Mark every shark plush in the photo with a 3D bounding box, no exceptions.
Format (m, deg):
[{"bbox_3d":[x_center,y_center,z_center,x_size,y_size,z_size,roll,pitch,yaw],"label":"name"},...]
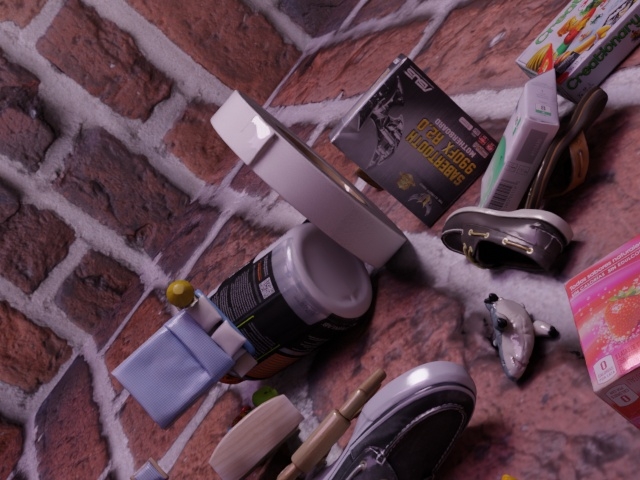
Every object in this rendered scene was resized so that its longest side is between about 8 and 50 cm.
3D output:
[{"bbox_3d":[0.222,0.108,0.970,0.161,0.073,0.067,-126,45,-63],"label":"shark plush"}]

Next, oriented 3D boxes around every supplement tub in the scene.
[{"bbox_3d":[-0.079,0.122,1.360,0.316,0.193,0.194,-36,26,34],"label":"supplement tub"}]

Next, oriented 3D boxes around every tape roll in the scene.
[{"bbox_3d":[-0.018,-0.104,1.326,0.072,0.392,0.392,-49,21,8],"label":"tape roll"}]

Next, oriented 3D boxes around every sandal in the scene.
[{"bbox_3d":[0.342,-0.111,1.059,0.219,0.060,0.090,-53,-19,-15],"label":"sandal"}]

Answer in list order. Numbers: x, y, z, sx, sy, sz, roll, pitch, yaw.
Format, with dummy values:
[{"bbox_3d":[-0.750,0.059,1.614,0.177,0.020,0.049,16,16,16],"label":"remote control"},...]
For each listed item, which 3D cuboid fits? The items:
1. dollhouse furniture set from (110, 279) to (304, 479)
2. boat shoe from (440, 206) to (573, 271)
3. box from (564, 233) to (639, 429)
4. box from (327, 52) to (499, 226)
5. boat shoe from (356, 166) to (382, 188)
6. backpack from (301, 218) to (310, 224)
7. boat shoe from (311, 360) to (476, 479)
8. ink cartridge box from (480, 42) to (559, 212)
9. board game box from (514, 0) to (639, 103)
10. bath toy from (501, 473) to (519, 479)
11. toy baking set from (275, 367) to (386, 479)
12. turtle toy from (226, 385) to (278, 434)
[{"bbox_3d":[-0.213,0.237,1.154,0.286,0.303,0.198,-41,-12,-15],"label":"dollhouse furniture set"},{"bbox_3d":[0.236,0.002,1.064,0.069,0.081,0.227,-55,24,-18],"label":"boat shoe"},{"bbox_3d":[0.375,0.040,0.631,0.300,0.154,0.142,-41,23,29],"label":"box"},{"bbox_3d":[0.156,-0.163,1.284,0.183,0.231,0.056,-47,18,11],"label":"box"},{"bbox_3d":[0.166,-0.179,1.471,0.277,0.098,0.096,-15,42,59],"label":"boat shoe"},{"bbox_3d":[0.000,0.000,1.540,0.114,0.084,0.105,-38,24,19],"label":"backpack"},{"bbox_3d":[0.077,0.289,0.915,0.335,0.121,0.119,-55,26,23],"label":"boat shoe"},{"bbox_3d":[0.292,-0.169,1.155,0.225,0.056,0.181,-78,2,-45],"label":"ink cartridge box"},{"bbox_3d":[0.462,-0.364,1.226,0.305,0.053,0.193,-47,21,12],"label":"board game box"},{"bbox_3d":[0.100,0.323,0.773,0.348,0.151,0.129,-34,5,28],"label":"bath toy"},{"bbox_3d":[0.008,0.275,1.039,0.256,0.030,0.197,-48,-17,-1],"label":"toy baking set"},{"bbox_3d":[-0.109,0.306,1.299,0.130,0.066,0.095,-55,22,-9],"label":"turtle toy"}]
